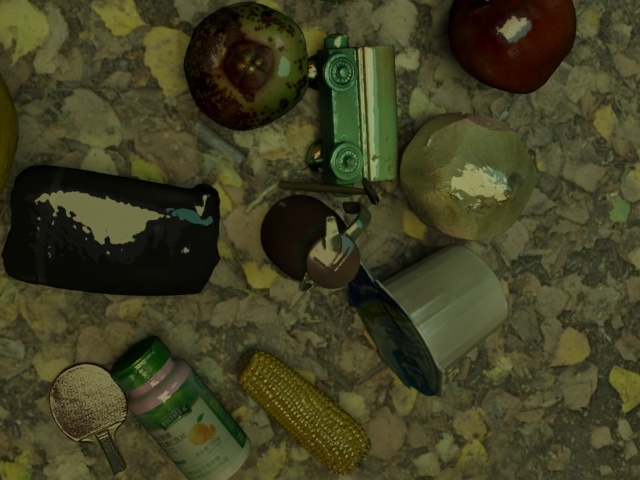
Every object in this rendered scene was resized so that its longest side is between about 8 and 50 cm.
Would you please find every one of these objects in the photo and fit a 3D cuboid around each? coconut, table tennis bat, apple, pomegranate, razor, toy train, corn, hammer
[{"bbox_3d":[0.262,-0.114,1.552,0.227,0.230,0.227,-5,102,-25],"label":"coconut"},{"bbox_3d":[-0.405,0.323,1.592,0.130,0.019,0.221,-23,103,-9],"label":"table tennis bat"},{"bbox_3d":[0.338,-0.376,1.546,0.233,0.234,0.234,-3,101,-13],"label":"apple"},{"bbox_3d":[-0.118,-0.280,1.432,0.214,0.248,0.214,-2,103,-7],"label":"pomegranate"},{"bbox_3d":[-0.337,-0.012,1.455,0.348,0.113,0.205,6,105,-15],"label":"razor"},{"bbox_3d":[0.067,-0.224,1.567,0.177,0.116,0.286,-9,102,-25],"label":"toy train"},{"bbox_3d":[-0.032,0.317,1.643,0.305,0.106,0.106,43,88,-13],"label":"corn"},{"bbox_3d":[0.009,-0.093,1.541,0.013,0.198,0.062,-61,140,-28],"label":"hammer"}]

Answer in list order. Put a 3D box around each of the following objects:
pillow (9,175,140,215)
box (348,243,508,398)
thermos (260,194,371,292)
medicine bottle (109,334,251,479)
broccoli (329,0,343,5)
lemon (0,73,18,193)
[{"bbox_3d":[-0.409,-0.030,1.513,0.232,0.043,0.126,-15,106,-11],"label":"pillow"},{"bbox_3d":[0.198,0.108,1.608,0.206,0.262,0.291,-31,97,-19],"label":"box"},{"bbox_3d":[0.000,0.000,1.503,0.146,0.265,0.176,42,87,-17],"label":"thermos"},{"bbox_3d":[-0.251,0.303,1.567,0.133,0.133,0.274,-37,105,-5],"label":"medicine bottle"},{"bbox_3d":[0.096,-0.610,1.363,0.275,0.397,0.353,-39,103,-30],"label":"broccoli"},{"bbox_3d":[-0.604,-0.166,1.293,0.335,0.336,0.336,-3,101,-13],"label":"lemon"}]
